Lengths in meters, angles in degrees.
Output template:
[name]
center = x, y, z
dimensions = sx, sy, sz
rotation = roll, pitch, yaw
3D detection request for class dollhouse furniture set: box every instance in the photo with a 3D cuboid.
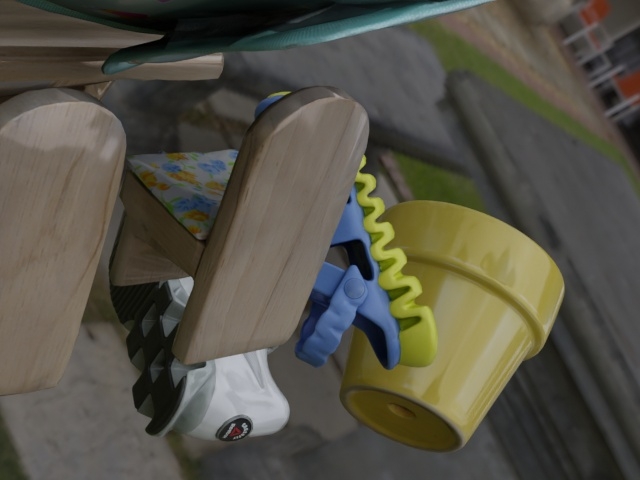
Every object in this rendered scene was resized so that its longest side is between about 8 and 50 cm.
[dollhouse furniture set]
center = -0.219, -0.133, 0.579
dimensions = 0.394, 0.256, 0.362
rotation = -7, 39, -42

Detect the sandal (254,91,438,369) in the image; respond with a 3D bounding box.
[sandal]
center = 0.000, 0.000, 1.330
dimensions = 0.126, 0.138, 0.317
rotation = 124, -57, -76

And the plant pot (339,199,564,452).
[plant pot]
center = 0.142, 0.117, 1.612
dimensions = 0.254, 0.254, 0.239
rotation = 47, 57, -36

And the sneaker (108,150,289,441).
[sneaker]
center = -0.110, 0.057, 1.251
dimensions = 0.146, 0.122, 0.330
rotation = 15, 42, -31

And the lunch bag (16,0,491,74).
[lunch bag]
center = -0.054, -0.154, 0.531
dimensions = 0.262, 0.160, 0.223
rotation = 22, -8, -29
